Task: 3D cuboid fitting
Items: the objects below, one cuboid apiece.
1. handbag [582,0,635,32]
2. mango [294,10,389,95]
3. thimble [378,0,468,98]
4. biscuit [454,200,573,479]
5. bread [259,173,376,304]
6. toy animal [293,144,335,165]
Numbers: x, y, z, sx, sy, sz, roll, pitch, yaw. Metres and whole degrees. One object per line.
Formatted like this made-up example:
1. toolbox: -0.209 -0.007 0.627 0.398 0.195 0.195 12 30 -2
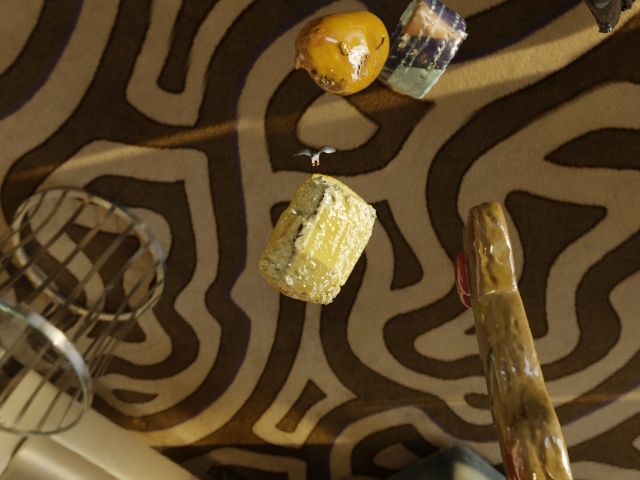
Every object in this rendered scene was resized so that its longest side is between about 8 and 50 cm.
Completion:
1. handbag: 0.539 -0.543 1.036 0.113 0.257 0.285 12 93 31
2. mango: 0.027 -0.181 0.547 0.063 0.127 0.077 -25 104 43
3. thimble: 0.244 -0.480 1.432 0.150 0.237 0.237 29 124 -9
4. biscuit: 0.245 0.172 0.780 0.076 0.394 0.368 -11 148 12
5. bread: 0.000 0.000 1.108 0.174 0.121 0.246 31 82 -34
6. toy animal: -0.012 -0.158 1.104 0.084 0.050 0.028 -9 137 8
